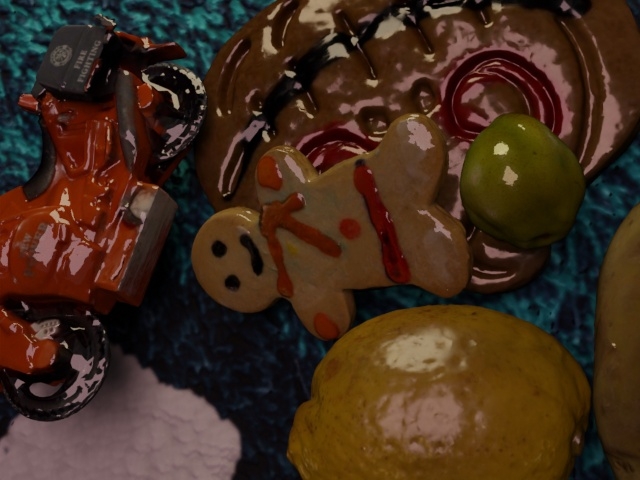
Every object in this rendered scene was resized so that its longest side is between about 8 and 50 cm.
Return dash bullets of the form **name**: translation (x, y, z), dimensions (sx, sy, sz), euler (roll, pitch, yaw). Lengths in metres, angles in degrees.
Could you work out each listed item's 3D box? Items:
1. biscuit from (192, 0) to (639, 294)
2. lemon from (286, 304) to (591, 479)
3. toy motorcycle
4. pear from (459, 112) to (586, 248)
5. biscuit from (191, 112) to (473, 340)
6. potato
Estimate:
- **biscuit**: translation (0.080, -0.096, 0.930), dimensions (0.367, 0.063, 0.314), euler (-27, 69, 6)
- **lemon**: translation (0.082, 0.127, 0.810), dimensions (0.207, 0.170, 0.170), euler (1, 75, 8)
- **toy motorcycle**: translation (-0.225, -0.026, 0.954), dimensions (0.221, 0.148, 0.325), euler (14, 74, 21)
- **pear**: translation (0.141, -0.042, 0.833), dimensions (0.092, 0.092, 0.097), euler (-11, 66, 13)
- **biscuit**: translation (0.000, 0.000, 0.873), dimensions (0.234, 0.030, 0.153), euler (-12, 96, 30)
- **potato**: translation (0.277, 0.098, 0.776), dimensions (0.192, 0.141, 0.296), euler (5, 80, 1)
